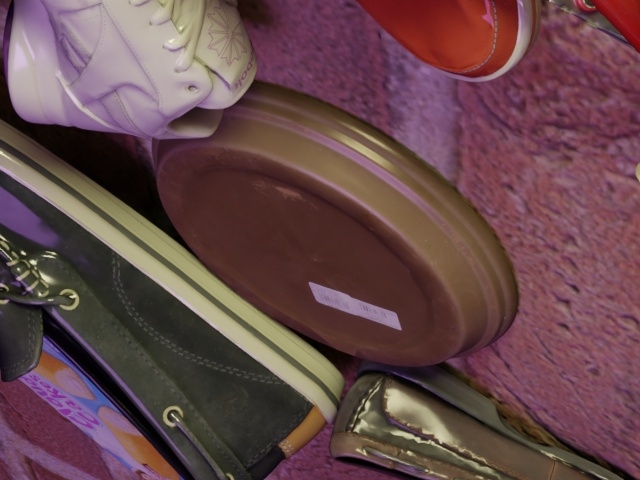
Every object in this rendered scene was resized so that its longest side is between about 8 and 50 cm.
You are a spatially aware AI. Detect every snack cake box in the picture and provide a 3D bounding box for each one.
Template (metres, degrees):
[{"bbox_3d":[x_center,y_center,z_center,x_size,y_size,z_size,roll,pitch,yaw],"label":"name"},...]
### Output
[{"bbox_3d":[-0.175,0.119,1.484,0.264,0.089,0.152,43,152,-21],"label":"snack cake box"}]

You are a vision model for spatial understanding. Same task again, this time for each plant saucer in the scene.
[{"bbox_3d":[0.000,0.000,1.124,0.278,0.041,0.278,25,154,13],"label":"plant saucer"}]

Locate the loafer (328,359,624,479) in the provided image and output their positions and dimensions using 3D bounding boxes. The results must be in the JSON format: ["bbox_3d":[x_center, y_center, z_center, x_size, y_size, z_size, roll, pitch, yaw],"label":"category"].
[{"bbox_3d":[0.143,0.196,1.245,0.302,0.095,0.109,33,155,0],"label":"loafer"}]

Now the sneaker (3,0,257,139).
[{"bbox_3d":[-0.103,-0.150,0.922,0.152,0.114,0.305,16,158,3],"label":"sneaker"}]

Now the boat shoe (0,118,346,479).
[{"bbox_3d":[-0.213,0.027,1.253,0.500,0.156,0.187,37,171,-11],"label":"boat shoe"}]

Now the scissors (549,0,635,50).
[{"bbox_3d":[0.098,-0.112,0.745,0.297,0.109,0.021,43,-178,-26],"label":"scissors"}]

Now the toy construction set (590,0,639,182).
[{"bbox_3d":[0.248,-0.032,0.611,0.237,0.257,0.309,37,178,-40],"label":"toy construction set"}]

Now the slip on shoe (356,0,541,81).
[{"bbox_3d":[-0.025,-0.181,0.751,0.331,0.101,0.123,44,151,-27],"label":"slip on shoe"}]
